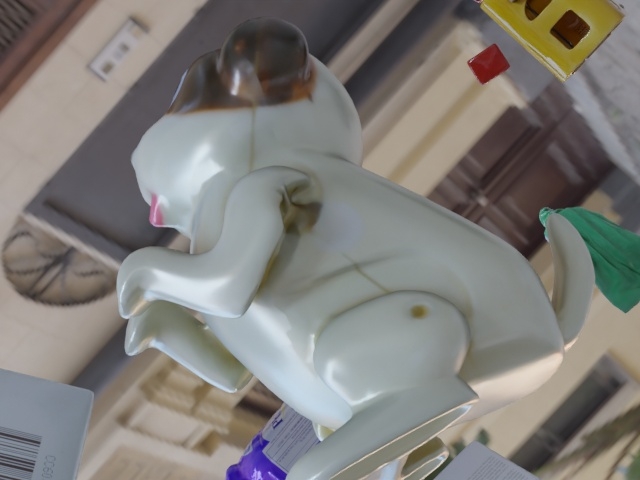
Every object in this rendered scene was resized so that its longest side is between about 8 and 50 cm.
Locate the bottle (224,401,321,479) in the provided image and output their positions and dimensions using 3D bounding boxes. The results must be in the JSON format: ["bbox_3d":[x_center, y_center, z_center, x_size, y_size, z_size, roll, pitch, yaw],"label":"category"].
[{"bbox_3d":[-0.037,0.259,1.407,0.092,0.283,0.118,39,-171,-1],"label":"bottle"}]

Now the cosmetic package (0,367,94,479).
[{"bbox_3d":[-0.357,0.307,1.161,0.156,0.385,0.217,17,-130,-14],"label":"cosmetic package"}]

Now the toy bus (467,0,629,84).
[{"bbox_3d":[0.209,-0.251,1.132,0.104,0.202,0.191,-34,-59,-68],"label":"toy bus"}]

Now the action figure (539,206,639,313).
[{"bbox_3d":[0.391,0.012,1.589,0.232,0.137,0.063,41,154,42],"label":"action figure"}]

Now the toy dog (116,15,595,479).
[{"bbox_3d":[0.000,0.000,0.989,0.408,0.395,0.284,54,175,19],"label":"toy dog"}]

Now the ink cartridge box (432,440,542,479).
[{"bbox_3d":[0.201,0.405,1.428,0.239,0.275,0.060,28,144,38],"label":"ink cartridge box"}]
